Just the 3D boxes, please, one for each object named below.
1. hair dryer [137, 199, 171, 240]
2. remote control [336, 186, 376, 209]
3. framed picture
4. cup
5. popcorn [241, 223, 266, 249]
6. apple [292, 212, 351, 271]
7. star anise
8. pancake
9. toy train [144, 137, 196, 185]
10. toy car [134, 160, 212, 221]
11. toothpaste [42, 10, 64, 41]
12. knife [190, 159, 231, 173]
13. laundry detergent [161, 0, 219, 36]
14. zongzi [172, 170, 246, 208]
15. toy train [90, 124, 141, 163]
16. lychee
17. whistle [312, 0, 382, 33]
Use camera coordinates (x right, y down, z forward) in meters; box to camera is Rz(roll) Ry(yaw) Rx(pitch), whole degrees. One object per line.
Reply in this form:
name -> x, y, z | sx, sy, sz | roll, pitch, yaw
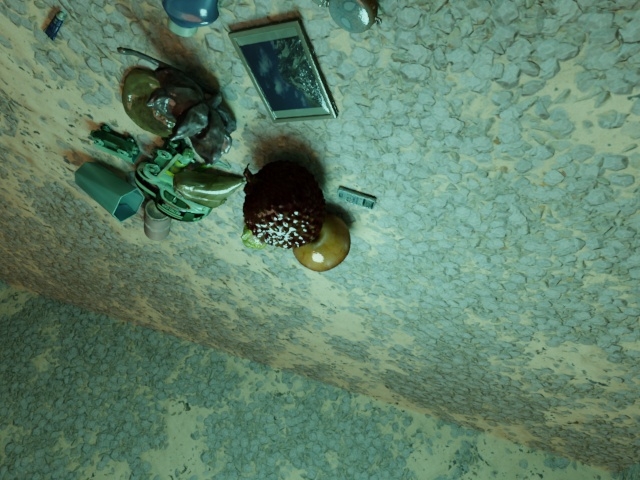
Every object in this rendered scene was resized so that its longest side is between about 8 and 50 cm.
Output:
hair dryer -> -0.748, -0.145, 1.993 | 0.344, 0.107, 0.189 | 34, 148, -1
remote control -> 0.111, -0.131, 1.558 | 0.124, 0.018, 0.053 | 19, 147, 5
framed picture -> -0.090, -0.418, 1.271 | 0.208, 0.019, 0.281 | 1, 141, 29
cup -> -0.789, -0.195, 1.861 | 0.235, 0.148, 0.134 | 37, 132, 14
popcorn -> -0.241, -0.016, 1.870 | 0.109, 0.089, 0.097 | 29, 112, -25
apple -> 0.000, 0.000, 1.645 | 0.201, 0.201, 0.162 | 9, 158, 19
star anise -> -0.341, -0.353, 1.336 | 0.139, 0.316, 0.359 | -38, 160, 22
pancake -> -0.500, -0.403, 1.501 | 0.241, 0.050, 0.242 | 12, 140, 11
toy train -> -0.496, -0.270, 1.670 | 0.132, 0.083, 0.200 | 28, 148, -29
toy car -> -0.542, -0.160, 1.804 | 0.305, 0.125, 0.136 | 31, 146, -14
toothpaste -> -0.740, -0.600, 1.395 | 0.140, 0.021, 0.037 | -16, 124, 46
knife -> -0.374, -0.244, 1.677 | 0.166, 0.023, 0.078 | -9, 149, 40
laundry detergent -> -0.284, -0.570, 1.115 | 0.143, 0.094, 0.290 | 23, 150, -12
zongzi -> -0.373, -0.189, 1.669 | 0.197, 0.099, 0.194 | -23, 152, 39
toy train -> -0.700, -0.327, 1.716 | 0.172, 0.070, 0.099 | 23, 157, 0
lychee -> -0.119, -0.112, 1.501 | 0.300, 0.264, 0.264 | 40, 143, -20
whistle -> 0.032, -0.506, 1.048 | 0.220, 0.057, 0.107 | 26, 160, 3
